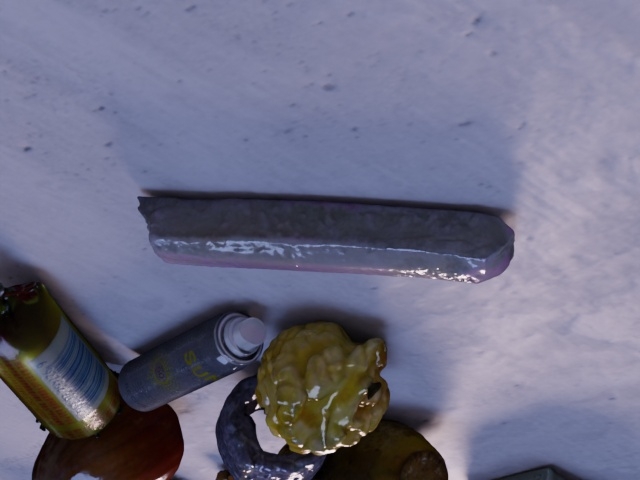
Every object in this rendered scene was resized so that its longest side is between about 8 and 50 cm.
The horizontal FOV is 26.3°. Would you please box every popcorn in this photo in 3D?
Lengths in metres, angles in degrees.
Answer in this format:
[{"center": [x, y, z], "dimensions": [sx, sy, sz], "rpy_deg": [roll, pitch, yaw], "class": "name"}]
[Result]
[{"center": [0.005, 0.172, 1.621], "dimensions": [0.170, 0.180, 0.180], "rpy_deg": [24, 161, 37], "class": "popcorn"}]

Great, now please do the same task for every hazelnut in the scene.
[{"center": [-0.302, 0.306, 1.922], "dimensions": [0.181, 0.181, 0.212], "rpy_deg": [27, 147, -21], "class": "hazelnut"}]

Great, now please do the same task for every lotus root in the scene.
[{"center": [0.055, 0.342, 1.852], "dimensions": [0.193, 0.193, 0.291], "rpy_deg": [33, 145, -31], "class": "lotus root"}]

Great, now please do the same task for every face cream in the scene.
[{"center": [-0.158, 0.149, 1.704], "dimensions": [0.073, 0.073, 0.283], "rpy_deg": [28, 147, -25], "class": "face cream"}]

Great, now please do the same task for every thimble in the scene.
[{"center": [-0.061, 0.246, 1.762], "dimensions": [0.150, 0.150, 0.098], "rpy_deg": [15, 153, -3], "class": "thimble"}]

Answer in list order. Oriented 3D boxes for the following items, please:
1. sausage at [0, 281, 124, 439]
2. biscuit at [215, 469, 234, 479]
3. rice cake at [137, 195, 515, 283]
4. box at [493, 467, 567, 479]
[{"center": [-0.363, 0.135, 1.723], "dimensions": [0.125, 0.117, 0.317], "rpy_deg": [-11, 144, 10], "class": "sausage"}, {"center": [-0.083, 0.394, 2.145], "dimensions": [0.124, 0.026, 0.175], "rpy_deg": [-19, 138, 41], "class": "biscuit"}, {"center": [0.000, 0.000, 1.396], "dimensions": [0.399, 0.064, 0.070], "rpy_deg": [3, 155, 16], "class": "rice cake"}, {"center": [0.288, 0.409, 1.913], "dimensions": [0.129, 0.148, 0.210], "rpy_deg": [38, 143, -19], "class": "box"}]
